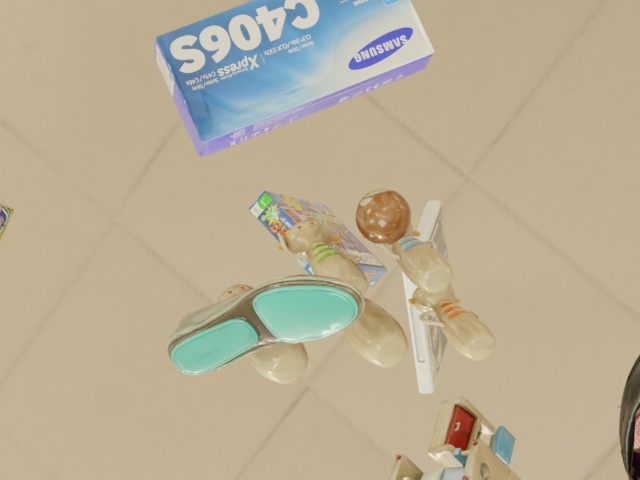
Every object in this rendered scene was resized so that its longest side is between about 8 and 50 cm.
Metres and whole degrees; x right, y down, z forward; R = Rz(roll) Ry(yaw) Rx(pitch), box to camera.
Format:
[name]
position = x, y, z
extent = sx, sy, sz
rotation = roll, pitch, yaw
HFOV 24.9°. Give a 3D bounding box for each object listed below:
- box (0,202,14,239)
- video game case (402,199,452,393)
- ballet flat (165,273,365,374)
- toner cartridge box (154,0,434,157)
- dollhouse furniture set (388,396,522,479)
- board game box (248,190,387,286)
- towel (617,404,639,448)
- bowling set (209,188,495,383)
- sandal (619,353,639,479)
[box]
position = -0.525, 0.016, 2.164
extent = 0.059, 0.054, 0.169
rotation = 24, 90, 17
[video game case]
position = 0.137, 0.068, 1.803
extent = 0.022, 0.190, 0.173
rotation = -2, 117, 15
[ballet flat]
position = -0.051, 0.065, 1.341
extent = 0.213, 0.068, 0.072
rotation = -21, 117, 26
[toner cartridge box]
position = -0.037, -0.256, 1.981
extent = 0.347, 0.075, 0.165
rotation = -23, 81, -11
[dollhouse furniture set]
position = 0.183, 0.263, 1.772
extent = 0.129, 0.184, 0.129
rotation = -18, 127, 38
[board game box]
position = 0.000, 0.000, 1.917
extent = 0.136, 0.201, 0.035
rotation = 46, 104, 20
[towel]
position = 0.541, 0.175, 1.837
extent = 0.329, 0.237, 0.037
rotation = -34, 58, 6
[bowling set]
position = 0.049, 0.019, 1.462
extent = 0.154, 0.287, 0.200
rotation = 49, 134, 53
[sandal]
position = 0.349, 0.112, 1.266
extent = 0.107, 0.167, 0.446
rotation = 7, 68, 50
